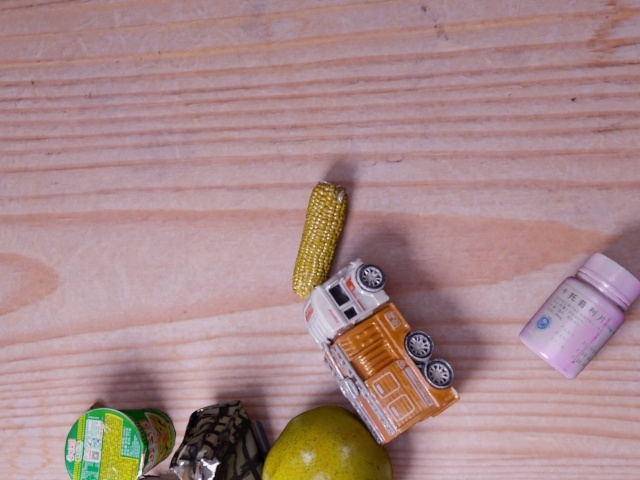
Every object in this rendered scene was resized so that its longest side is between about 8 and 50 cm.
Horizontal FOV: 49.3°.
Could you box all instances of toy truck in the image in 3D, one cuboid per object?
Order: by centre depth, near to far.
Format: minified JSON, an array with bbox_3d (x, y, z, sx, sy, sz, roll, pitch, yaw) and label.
[{"bbox_3d":[0.113,0.247,1.558,0.206,0.173,0.388,-27,72,-26],"label":"toy truck"}]

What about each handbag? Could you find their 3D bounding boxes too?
[{"bbox_3d":[-0.210,0.556,1.539,0.162,0.327,0.325,-16,94,6],"label":"handbag"}]

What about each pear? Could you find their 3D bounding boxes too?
[{"bbox_3d":[0.018,0.523,1.539,0.294,0.294,0.294,-2,82,15],"label":"pear"}]

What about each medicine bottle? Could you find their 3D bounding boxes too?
[{"bbox_3d":[0.560,0.160,1.501,0.152,0.152,0.254,39,95,16],"label":"medicine bottle"}]

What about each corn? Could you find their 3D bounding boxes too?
[{"bbox_3d":[0.000,0.000,1.704,0.106,0.106,0.293,13,90,16],"label":"corn"}]

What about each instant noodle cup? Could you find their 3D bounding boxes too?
[{"bbox_3d":[-0.464,0.498,1.695,0.207,0.232,0.207,-2,82,14],"label":"instant noodle cup"}]

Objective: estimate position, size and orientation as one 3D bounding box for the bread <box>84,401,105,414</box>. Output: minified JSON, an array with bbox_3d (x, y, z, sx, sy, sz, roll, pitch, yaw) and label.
[{"bbox_3d":[-0.604,0.486,1.825,0.110,0.060,0.066,-50,59,4],"label":"bread"}]

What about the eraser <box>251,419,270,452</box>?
[{"bbox_3d":[-0.239,0.524,1.732,0.225,0.036,0.082,-25,76,11],"label":"eraser"}]

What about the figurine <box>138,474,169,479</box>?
[{"bbox_3d":[-0.390,0.767,1.659,0.211,0.253,0.362,-5,68,58],"label":"figurine"}]
